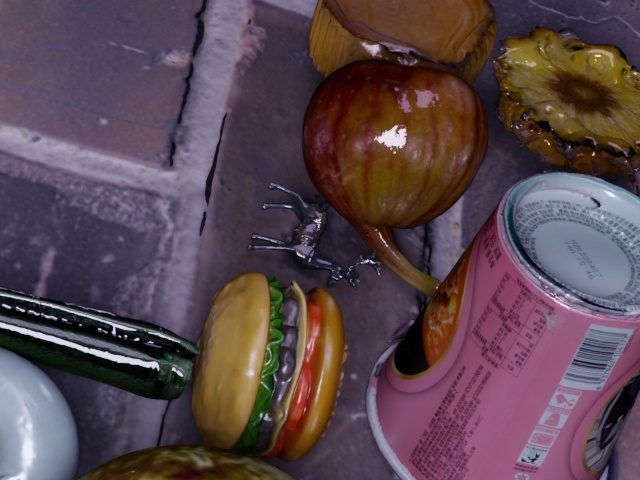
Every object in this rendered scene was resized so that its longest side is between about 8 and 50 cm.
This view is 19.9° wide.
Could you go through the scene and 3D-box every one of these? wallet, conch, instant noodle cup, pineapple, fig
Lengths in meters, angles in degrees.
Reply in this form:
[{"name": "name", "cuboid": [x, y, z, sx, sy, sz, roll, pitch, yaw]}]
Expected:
[{"name": "wallet", "cuboid": [-0.219, 0.074, 1.437, 0.236, 0.160, 0.055, 18, 76, -8]}, {"name": "conch", "cuboid": [-0.285, 0.170, 1.335, 0.221, 0.121, 0.185, -11, 57, -23]}, {"name": "instant noodle cup", "cuboid": [0.185, 0.084, 1.524, 0.243, 0.255, 0.244, 12, 43, -11]}, {"name": "pineapple", "cuboid": [0.265, -0.135, 1.889, 0.224, 0.076, 0.225, 14, 42, -13]}, {"name": "fig", "cuboid": [0.060, -0.064, 1.703, 0.175, 0.207, 0.175, 11, 6, -1]}]

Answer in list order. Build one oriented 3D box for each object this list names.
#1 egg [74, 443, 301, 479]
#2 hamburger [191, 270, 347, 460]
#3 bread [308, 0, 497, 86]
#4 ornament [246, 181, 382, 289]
[{"name": "egg", "cuboid": [-0.084, 0.259, 1.260, 0.238, 0.238, 0.289, 49, 26, 24]}, {"name": "hamburger", "cuboid": [-0.043, 0.105, 1.479, 0.115, 0.162, 0.162, 13, 45, -12]}, {"name": "bread", "cuboid": [0.081, -0.206, 1.861, 0.199, 0.104, 0.199, 11, 42, -10]}, {"name": "ornament", "cuboid": [0.000, 0.000, 1.670, 0.125, 0.028, 0.073, 20, 74, 2]}]
